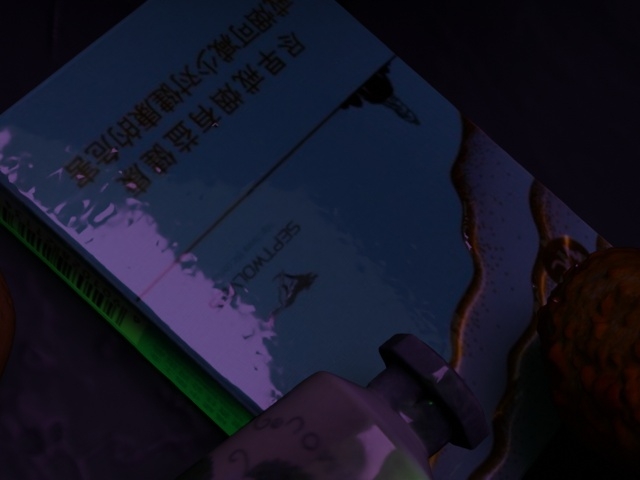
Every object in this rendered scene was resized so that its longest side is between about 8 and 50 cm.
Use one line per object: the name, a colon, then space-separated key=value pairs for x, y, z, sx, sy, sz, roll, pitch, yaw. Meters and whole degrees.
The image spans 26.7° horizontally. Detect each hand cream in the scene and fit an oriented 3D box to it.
hand cream: x=-0.062 y=0.131 z=0.411 sx=0.276 sy=0.059 sz=0.095 roll=-40 pitch=83 yaw=-13

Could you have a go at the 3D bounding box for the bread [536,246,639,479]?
bread: x=0.158 y=0.074 z=0.398 sx=0.139 sy=0.095 sz=0.269 roll=18 pitch=16 yaw=-35

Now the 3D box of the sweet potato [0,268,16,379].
sweet potato: x=-0.125 y=0.056 z=0.449 sx=0.044 sy=0.044 sz=0.179 roll=3 pitch=63 yaw=-18

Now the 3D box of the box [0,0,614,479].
box: x=0.000 y=0.000 z=0.520 sx=0.229 sy=0.041 sz=0.162 roll=42 pitch=60 yaw=4
